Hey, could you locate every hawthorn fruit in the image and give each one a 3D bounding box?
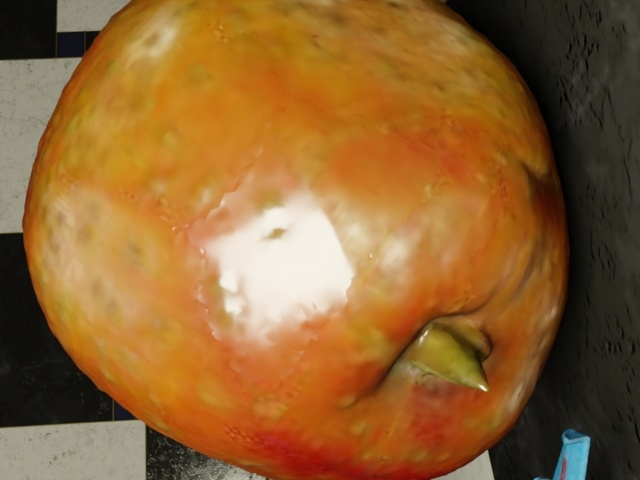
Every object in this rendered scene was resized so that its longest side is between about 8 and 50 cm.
[{"bbox_3d":[0.000,0.000,0.649,0.403,0.402,0.403,169,90,-84],"label":"hawthorn fruit"}]

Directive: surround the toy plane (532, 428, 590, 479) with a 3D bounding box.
[{"bbox_3d":[0.179,0.245,0.608,0.271,0.105,0.254,158,101,-85],"label":"toy plane"}]
